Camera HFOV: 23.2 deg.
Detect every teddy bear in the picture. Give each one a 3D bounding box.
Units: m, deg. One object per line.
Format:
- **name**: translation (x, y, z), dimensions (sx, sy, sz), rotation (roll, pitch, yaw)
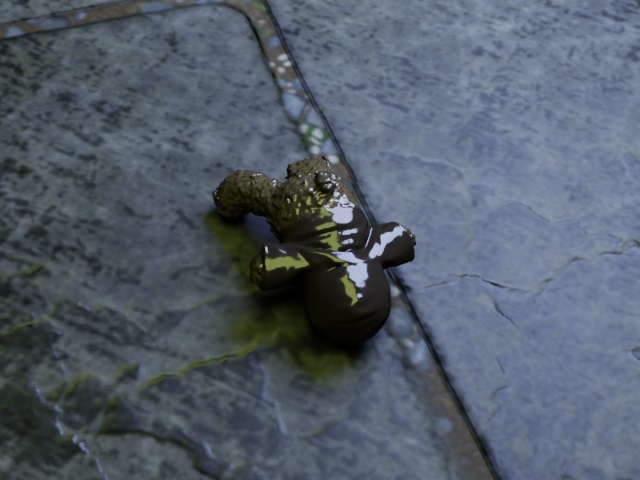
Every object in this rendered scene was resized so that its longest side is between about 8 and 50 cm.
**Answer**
- **teddy bear**: translation (0.000, -0.007, 1.045), dimensions (0.119, 0.078, 0.160), rotation (-14, 53, -23)
